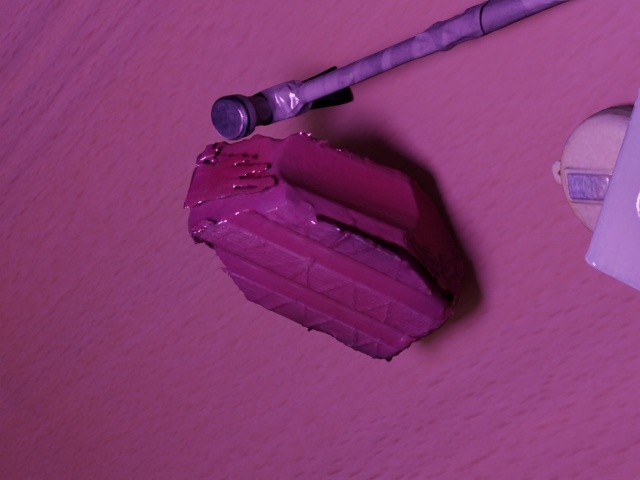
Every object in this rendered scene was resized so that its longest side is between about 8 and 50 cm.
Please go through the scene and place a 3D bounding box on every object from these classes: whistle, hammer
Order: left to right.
[{"bbox_3d":[0.085,-0.174,1.549,0.427,0.152,0.044,-17,93,44],"label":"hammer"},{"bbox_3d":[0.301,-0.051,1.448,0.258,0.067,0.126,5,115,42],"label":"whistle"}]

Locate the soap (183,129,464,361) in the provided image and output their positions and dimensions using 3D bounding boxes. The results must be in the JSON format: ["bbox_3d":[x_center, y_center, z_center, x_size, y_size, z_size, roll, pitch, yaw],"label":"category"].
[{"bbox_3d":[0.000,0.000,1.651,0.289,0.112,0.182,23,139,-21],"label":"soap"}]

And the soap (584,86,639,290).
[{"bbox_3d":[0.318,-0.073,1.333,0.150,0.094,0.261,27,112,32],"label":"soap"}]
